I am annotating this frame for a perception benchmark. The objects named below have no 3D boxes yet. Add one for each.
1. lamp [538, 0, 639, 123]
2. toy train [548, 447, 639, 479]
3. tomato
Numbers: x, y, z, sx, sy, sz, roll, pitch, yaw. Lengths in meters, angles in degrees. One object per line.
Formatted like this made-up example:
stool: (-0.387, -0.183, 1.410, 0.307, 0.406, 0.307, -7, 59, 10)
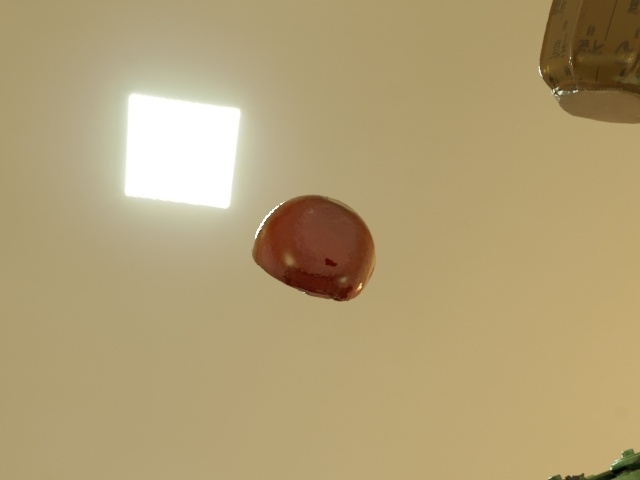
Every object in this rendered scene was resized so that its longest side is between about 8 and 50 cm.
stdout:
lamp: (0.316, -0.222, 0.698, 0.161, 0.161, 0.185, 13, -92, -11)
toy train: (0.384, 0.397, 0.984, 0.301, 0.120, 0.202, -6, -32, -30)
tomato: (0.000, 0.000, 1.112, 0.201, 0.233, 0.139, 22, -81, 4)
